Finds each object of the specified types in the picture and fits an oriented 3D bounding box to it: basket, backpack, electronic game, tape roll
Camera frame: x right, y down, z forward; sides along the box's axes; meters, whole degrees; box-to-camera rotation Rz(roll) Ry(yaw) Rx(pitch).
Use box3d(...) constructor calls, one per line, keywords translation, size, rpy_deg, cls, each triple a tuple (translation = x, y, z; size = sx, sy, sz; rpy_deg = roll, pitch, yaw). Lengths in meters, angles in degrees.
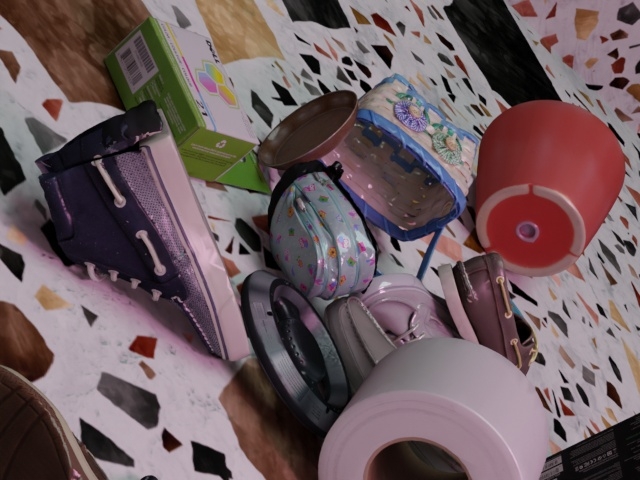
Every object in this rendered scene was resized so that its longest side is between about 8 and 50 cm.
box3d(translation=(0.088, -0.090, 2.124), size=(0.255, 0.201, 0.289), rpy_deg=(38, 60, -13), cls="basket")
box3d(translation=(0.000, 0.000, 1.905), size=(0.115, 0.152, 0.182), rpy_deg=(-14, 49, -22), cls="backpack")
box3d(translation=(-0.029, 0.140, 1.768), size=(0.229, 0.048, 0.229), rpy_deg=(54, 17, -24), cls="electronic game")
box3d(translation=(0.137, 0.256, 1.692), size=(0.246, 0.246, 0.169), rpy_deg=(51, 25, -3), cls="tape roll")

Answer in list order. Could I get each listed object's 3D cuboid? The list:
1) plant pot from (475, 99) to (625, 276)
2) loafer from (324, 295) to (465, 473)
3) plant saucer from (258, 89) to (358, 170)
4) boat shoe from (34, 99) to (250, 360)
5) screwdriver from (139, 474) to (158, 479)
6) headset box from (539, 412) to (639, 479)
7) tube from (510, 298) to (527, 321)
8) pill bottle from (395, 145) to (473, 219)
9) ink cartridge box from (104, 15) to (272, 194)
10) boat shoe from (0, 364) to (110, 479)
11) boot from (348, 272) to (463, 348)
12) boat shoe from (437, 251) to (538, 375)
box3d(translation=(0.396, -0.079, 2.567), size=(0.275, 0.275, 0.243), rpy_deg=(46, 37, -14), cls="plant pot")
box3d(translation=(0.118, 0.202, 1.880), size=(0.319, 0.111, 0.112), rpy_deg=(57, 25, 9), cls="loafer")
box3d(translation=(-0.012, -0.153, 2.047), size=(0.029, 0.168, 0.168), rpy_deg=(54, 23, -24), cls="plant saucer")
box3d(translation=(-0.199, 0.014, 1.611), size=(0.127, 0.158, 0.340), rpy_deg=(-116, -174, -61), cls="boat shoe")
box3d(translation=(-0.174, 0.245, 1.369), size=(0.025, 0.024, 0.170), rpy_deg=(26, -2, 3), cls="screwdriver")
box3d(translation=(0.468, 0.398, 2.029), size=(0.283, 0.246, 0.131), rpy_deg=(47, 26, -30), cls="headset box")
box3d(translation=(0.317, 0.148, 2.366), size=(0.080, 0.052, 0.207), rpy_deg=(57, 18, -13), cls="tube")
box3d(translation=(0.145, -0.143, 2.360), size=(0.208, 0.119, 0.119), rpy_deg=(50, 26, -4), cls="pill bottle")
box3d(translation=(-0.148, -0.178, 1.944), size=(0.255, 0.097, 0.188), rpy_deg=(11, 47, -54), cls="ink cartridge box")
box3d(translation=(-0.241, 0.225, 1.306), size=(0.257, 0.095, 0.095), rpy_deg=(55, 0, 8), cls="boat shoe")
box3d(translation=(0.139, 0.132, 2.018), size=(0.258, 0.095, 0.123), rpy_deg=(22, 38, -55), cls="boot")
box3d(translation=(0.268, 0.146, 2.116), size=(0.116, 0.097, 0.324), rpy_deg=(-99, 165, -52), cls="boat shoe")
